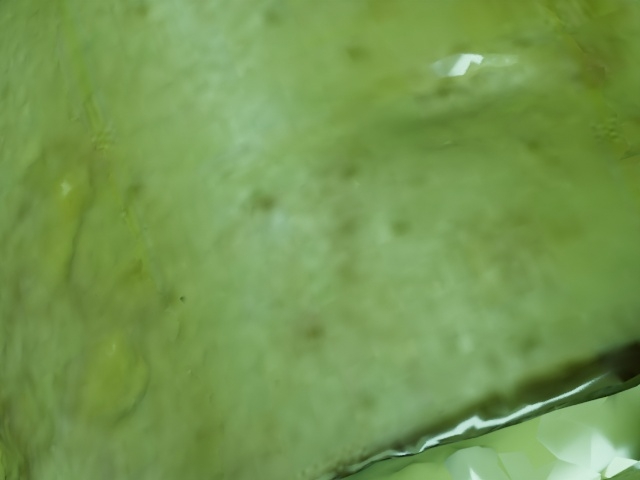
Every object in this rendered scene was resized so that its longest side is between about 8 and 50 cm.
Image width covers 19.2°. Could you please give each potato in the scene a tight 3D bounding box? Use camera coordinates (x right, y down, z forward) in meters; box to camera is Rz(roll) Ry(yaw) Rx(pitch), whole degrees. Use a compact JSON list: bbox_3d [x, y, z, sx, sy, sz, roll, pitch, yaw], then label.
[{"bbox_3d":[0.000,0.000,0.477,0.285,0.242,0.242,-43,66,51],"label":"potato"}]
